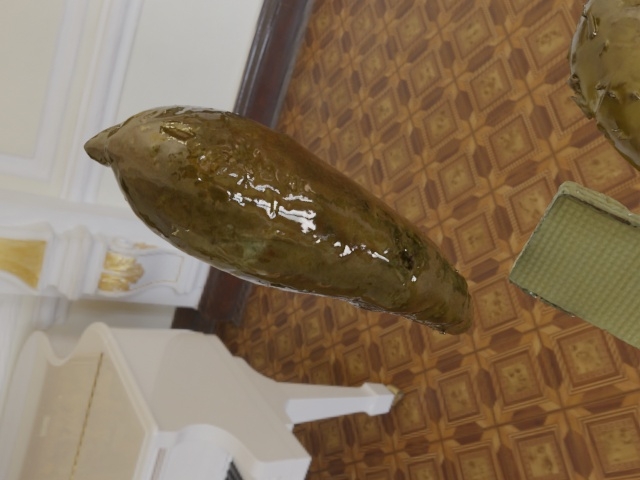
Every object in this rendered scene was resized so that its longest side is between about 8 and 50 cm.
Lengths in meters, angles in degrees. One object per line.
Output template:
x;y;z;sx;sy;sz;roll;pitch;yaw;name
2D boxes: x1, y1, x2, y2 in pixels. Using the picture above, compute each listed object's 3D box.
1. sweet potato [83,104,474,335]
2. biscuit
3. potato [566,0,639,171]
0.005;-0.001;0.521;0.130;0.422;0.130;-45;31;37;sweet potato
0.360;0.044;0.666;0.252;0.052;0.150;28;131;17;biscuit
0.338;-0.109;0.476;0.300;0.140;0.173;50;130;14;potato
